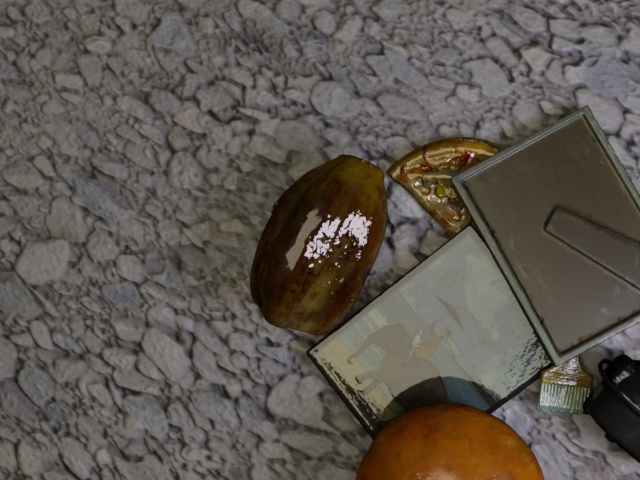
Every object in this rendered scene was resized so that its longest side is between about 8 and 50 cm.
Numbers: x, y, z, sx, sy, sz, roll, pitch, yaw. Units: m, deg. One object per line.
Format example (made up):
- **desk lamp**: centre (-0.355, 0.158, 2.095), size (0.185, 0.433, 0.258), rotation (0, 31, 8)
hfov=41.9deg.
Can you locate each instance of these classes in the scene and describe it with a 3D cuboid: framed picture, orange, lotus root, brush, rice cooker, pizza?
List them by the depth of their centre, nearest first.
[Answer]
- **rice cooker**: centre (0.483, 0.260, 1.230), size (0.203, 0.142, 0.118), rotation (43, 107, 9)
- **orange**: centre (0.189, 0.384, 1.236), size (0.284, 0.226, 0.283), rotation (0, 90, 11)
- **framed picture**: centre (0.389, -0.010, 1.300), size (0.247, 0.022, 0.335), rotation (-29, 84, 2)
- **brush**: centre (0.390, 0.161, 1.303), size (0.083, 0.010, 0.218), rotation (7, 86, 3)
- **lotus root**: centre (0.000, -0.001, 1.337), size (0.193, 0.193, 0.290), rotation (27, 95, 12)
- **framed picture**: centre (0.187, 0.179, 1.346), size (0.347, 0.016, 0.265), rotation (-38, 86, 7)
- **pizza**: centre (0.199, -0.079, 1.358), size (0.185, 0.036, 0.176), rotation (-1, 87, 12)
